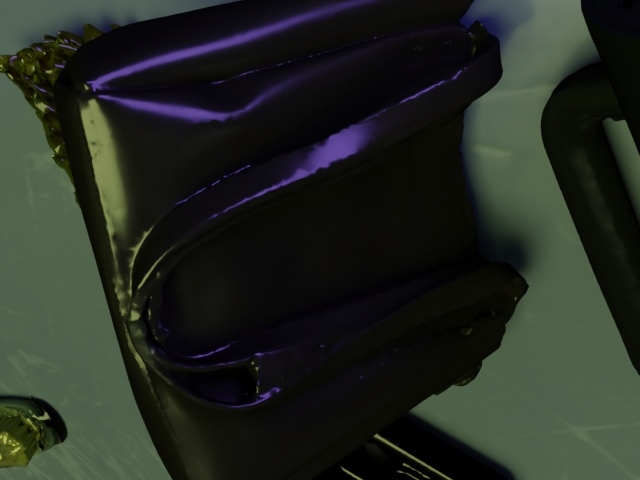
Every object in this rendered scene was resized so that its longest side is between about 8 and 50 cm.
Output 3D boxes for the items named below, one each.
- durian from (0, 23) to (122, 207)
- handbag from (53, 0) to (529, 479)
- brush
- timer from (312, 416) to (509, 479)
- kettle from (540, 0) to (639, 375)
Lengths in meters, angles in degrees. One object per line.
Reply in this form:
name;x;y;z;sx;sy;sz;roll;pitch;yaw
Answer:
durian;-0.076;0.004;0.683;0.169;0.157;0.355;15;136;61
handbag;0.000;0.000;0.555;0.113;0.257;0.285;33;139;56
brush;-0.382;0.203;0.956;0.297;0.060;0.068;-9;120;28
timer;0.055;0.227;0.782;0.144;0.055;0.187;29;129;3
kettle;0.239;-0.003;0.461;0.262;0.203;0.308;-13;118;28
